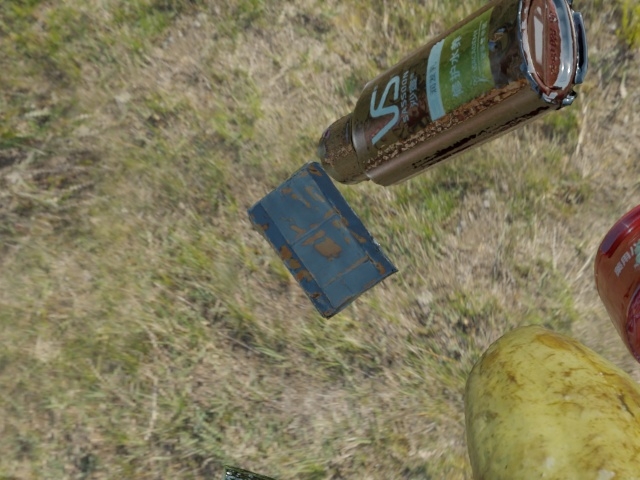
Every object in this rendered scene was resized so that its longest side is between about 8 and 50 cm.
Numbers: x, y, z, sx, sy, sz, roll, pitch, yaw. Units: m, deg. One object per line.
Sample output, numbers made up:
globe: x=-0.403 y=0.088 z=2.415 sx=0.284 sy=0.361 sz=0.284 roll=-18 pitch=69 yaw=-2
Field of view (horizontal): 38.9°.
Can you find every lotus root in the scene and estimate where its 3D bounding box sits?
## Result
lotus root: x=0.125 y=0.126 z=0.410 sx=0.110 sy=0.258 sz=0.097 roll=12 pitch=122 yaw=-16

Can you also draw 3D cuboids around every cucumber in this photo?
cucumber: x=-0.070 y=0.435 z=1.507 sx=0.241 sy=0.074 sz=0.074 roll=23 pitch=83 yaw=-27

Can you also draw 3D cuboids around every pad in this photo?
pad: x=0.000 y=0.000 z=1.500 sx=0.174 sy=0.022 sz=0.233 roll=-38 pitch=90 yaw=29

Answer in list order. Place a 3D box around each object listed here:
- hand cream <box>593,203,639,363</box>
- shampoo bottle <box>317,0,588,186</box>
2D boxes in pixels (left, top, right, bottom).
hand cream: x=0.482 y=0.063 z=1.179 sx=0.230 sy=0.149 sz=0.230 roll=-1 pitch=121 yaw=-1
shampoo bottle: x=0.110 y=-0.133 z=0.880 sx=0.084 sy=0.323 sz=0.129 roll=12 pitch=72 yaw=-30
